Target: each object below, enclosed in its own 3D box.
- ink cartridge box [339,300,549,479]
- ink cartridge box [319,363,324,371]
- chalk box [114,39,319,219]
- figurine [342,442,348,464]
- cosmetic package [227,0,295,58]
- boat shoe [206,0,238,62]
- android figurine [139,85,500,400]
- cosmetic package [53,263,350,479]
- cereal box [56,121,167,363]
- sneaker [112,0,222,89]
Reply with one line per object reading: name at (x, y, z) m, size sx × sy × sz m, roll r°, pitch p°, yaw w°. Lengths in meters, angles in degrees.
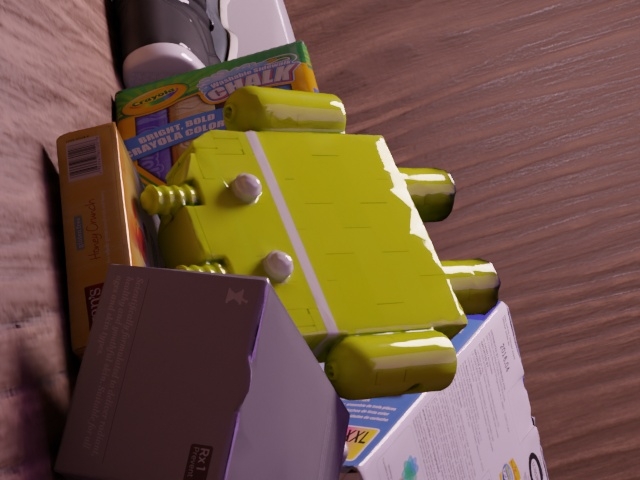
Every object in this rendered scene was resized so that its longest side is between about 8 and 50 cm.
ink cartridge box at (0.115, 0.241, 1.679) m, size 0.395 × 0.151 × 0.270 m, roll -40°, pitch 123°, yaw -44°
ink cartridge box at (0.020, 0.217, 1.733) m, size 0.311 × 0.065 × 0.186 m, roll -50°, pitch 134°, yaw -41°
chalk box at (-0.067, -0.044, 1.314) m, size 0.289 × 0.179 × 0.180 m, roll -102°, pitch 176°, yaw -56°
figurine at (-0.022, 0.262, 1.129) m, size 0.215 × 0.092 × 0.209 m, roll -115°, pitch -152°, yaw -51°
cosmetic package at (-0.099, -0.217, 2.037) m, size 0.217 × 0.156 × 0.385 m, roll -94°, pitch 167°, yaw -80°
boat shoe at (-0.163, -0.240, 1.762) m, size 0.099 × 0.116 × 0.319 m, roll 24°, pitch 38°, yaw -24°
android figurine at (0.000, 0.000, 1.052) m, size 0.056 × 0.272 × 0.248 m, roll -46°, pitch -125°, yaw 40°
cosmetic package at (-0.058, 0.116, 0.893) m, size 0.238 × 0.107 × 0.127 m, roll 61°, pitch 38°, yaw -60°
cereal box at (-0.118, 0.059, 1.037) m, size 0.240 × 0.047 × 0.173 m, roll 71°, pitch 6°, yaw -55°
sneaker at (-0.129, -0.168, 1.546) m, size 0.296 × 0.104 × 0.147 m, roll 61°, pitch 18°, yaw -62°
